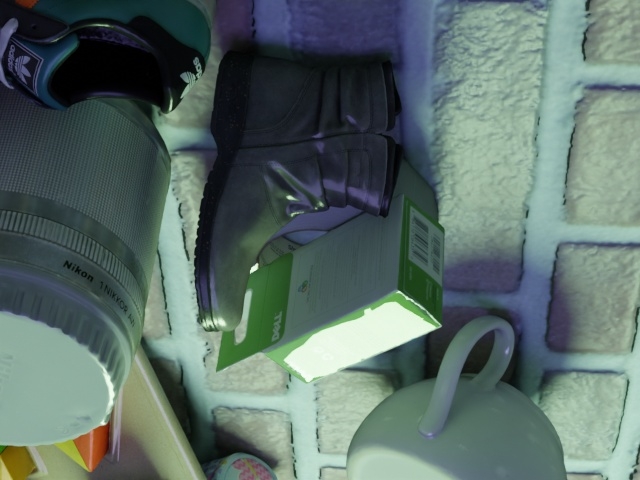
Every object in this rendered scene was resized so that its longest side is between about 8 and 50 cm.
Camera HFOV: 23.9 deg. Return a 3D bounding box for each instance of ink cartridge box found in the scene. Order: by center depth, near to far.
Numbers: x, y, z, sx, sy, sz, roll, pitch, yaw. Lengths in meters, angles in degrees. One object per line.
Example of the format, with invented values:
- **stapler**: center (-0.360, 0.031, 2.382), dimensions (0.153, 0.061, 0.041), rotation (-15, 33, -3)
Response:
- **ink cartridge box**: center (0.009, 0.054, 1.321), dimensions (0.209, 0.109, 0.062), rotation (-27, 130, 33)

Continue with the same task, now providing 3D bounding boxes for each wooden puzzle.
- **wooden puzzle**: center (-0.288, 0.271, 1.671), dimensions (0.322, 0.080, 0.348), rotation (-16, 113, 24)

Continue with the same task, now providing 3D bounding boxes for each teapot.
- **teapot**: center (0.162, 0.225, 1.578), dimensions (0.252, 0.187, 0.256), rotation (46, 149, -5)

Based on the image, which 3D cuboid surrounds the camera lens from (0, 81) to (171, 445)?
- **camera lens**: center (-0.248, 0.005, 1.273), dimensions (0.219, 0.274, 0.219), rotation (3, 141, 3)

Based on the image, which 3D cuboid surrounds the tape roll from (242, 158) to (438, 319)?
- **tape roll**: center (0.000, 0.000, 1.400), dimensions (0.219, 0.072, 0.219), rotation (3, 140, 2)

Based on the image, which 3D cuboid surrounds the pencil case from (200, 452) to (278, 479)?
- **pencil case**: center (-0.169, 0.345, 1.803), dimensions (0.273, 0.113, 0.124), rotation (-28, 125, 33)

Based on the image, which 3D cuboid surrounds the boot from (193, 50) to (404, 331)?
- **boot**: center (-0.016, -0.035, 1.258), dimensions (0.161, 0.247, 0.083), rotation (8, -175, 2)

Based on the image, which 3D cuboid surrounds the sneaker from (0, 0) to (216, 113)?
- **sneaker**: center (-0.236, -0.174, 1.176), dimensions (0.302, 0.121, 0.108), rotation (9, 142, -3)
